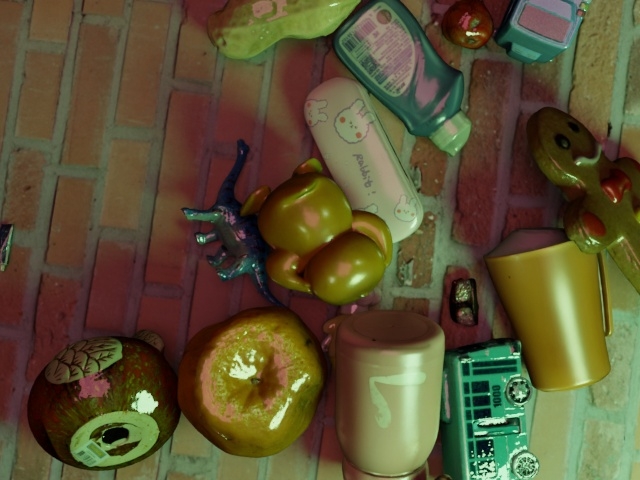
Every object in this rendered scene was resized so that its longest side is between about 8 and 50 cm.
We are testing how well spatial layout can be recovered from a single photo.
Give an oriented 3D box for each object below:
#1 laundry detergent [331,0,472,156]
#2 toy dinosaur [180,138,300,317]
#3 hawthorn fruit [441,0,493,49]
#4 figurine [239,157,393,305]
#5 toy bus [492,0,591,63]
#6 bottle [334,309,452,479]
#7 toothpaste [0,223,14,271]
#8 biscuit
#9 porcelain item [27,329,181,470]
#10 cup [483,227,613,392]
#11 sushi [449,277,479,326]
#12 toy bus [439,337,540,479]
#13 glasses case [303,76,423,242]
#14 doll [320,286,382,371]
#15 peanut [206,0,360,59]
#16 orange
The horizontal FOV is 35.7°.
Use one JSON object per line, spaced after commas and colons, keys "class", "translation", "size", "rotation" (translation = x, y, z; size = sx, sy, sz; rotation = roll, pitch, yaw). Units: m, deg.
{"class": "laundry detergent", "translation": [0.155, -0.273, 1.686], "size": [0.143, 0.094, 0.290], "rotation": [-40, 90, 4]}
{"class": "toy dinosaur", "translation": [-0.149, -0.005, 1.678], "size": [0.144, 0.076, 0.329], "rotation": [-15, 77, -11]}
{"class": "hawthorn fruit", "translation": [0.254, -0.367, 1.697], "size": [0.093, 0.093, 0.093], "rotation": [0, 87, 0]}
{"class": "figurine", "translation": [-0.004, -0.008, 1.598], "size": [0.215, 0.215, 0.228], "rotation": [-30, 101, -1]}
{"class": "toy bus", "translation": [0.358, -0.365, 1.621], "size": [0.116, 0.234, 0.134], "rotation": [22, 95, 2]}
{"class": "bottle", "translation": [0.117, 0.277, 1.576], "size": [0.206, 0.173, 0.297], "rotation": [16, 111, 39]}
{"class": "toothpaste", "translation": [-0.543, 0.012, 1.707], "size": [0.027, 0.019, 0.083], "rotation": [2, 82, 18]}
{"class": "biscuit", "translation": [0.490, -0.046, 1.593], "size": [0.432, 0.283, 0.064], "rotation": [53, 133, 2]}
{"class": "porcelain item", "translation": [-0.354, 0.241, 1.617], "size": [0.252, 0.253, 0.253], "rotation": [0, 87, 0]}
{"class": "cup", "translation": [0.398, 0.099, 1.636], "size": [0.226, 0.182, 0.264], "rotation": [-17, 94, -32]}
{"class": "sushi", "translation": [0.243, 0.105, 1.691], "size": [0.046, 0.044, 0.083], "rotation": [-4, 84, 22]}
{"class": "toy bus", "translation": [0.264, 0.292, 1.621], "size": [0.147, 0.128, 0.256], "rotation": [-4, 86, -11]}
{"class": "glasses case", "translation": [0.072, -0.134, 1.675], "size": [0.113, 0.075, 0.297], "rotation": [-28, 88, 19]}
{"class": "doll", "translation": [0.054, 0.141, 1.673], "size": [0.106, 0.062, 0.163], "rotation": [5, 85, -4]}
{"class": "peanut", "translation": [-0.055, -0.392, 1.666], "size": [0.290, 0.130, 0.130], "rotation": [-17, 87, 10]}
{"class": "orange", "translation": [-0.109, 0.230, 1.605], "size": [0.248, 0.183, 0.249], "rotation": [2, 84, -14]}
